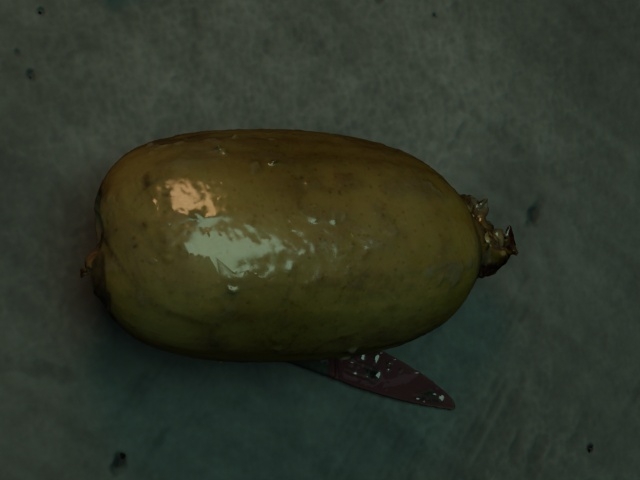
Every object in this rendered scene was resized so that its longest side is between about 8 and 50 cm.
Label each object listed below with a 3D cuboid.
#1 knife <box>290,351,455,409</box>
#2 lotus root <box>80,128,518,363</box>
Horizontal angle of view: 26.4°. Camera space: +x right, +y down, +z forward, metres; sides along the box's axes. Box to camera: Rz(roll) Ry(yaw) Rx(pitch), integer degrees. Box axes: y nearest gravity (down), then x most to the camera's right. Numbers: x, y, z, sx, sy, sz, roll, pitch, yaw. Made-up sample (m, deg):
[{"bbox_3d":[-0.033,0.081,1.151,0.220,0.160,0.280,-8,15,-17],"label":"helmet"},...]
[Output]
[{"bbox_3d":[0.000,0.085,1.045,0.247,0.018,0.035,21,72,-21],"label":"knife"},{"bbox_3d":[0.000,0.000,0.974,0.342,0.151,0.169,-1,47,-23],"label":"lotus root"}]
